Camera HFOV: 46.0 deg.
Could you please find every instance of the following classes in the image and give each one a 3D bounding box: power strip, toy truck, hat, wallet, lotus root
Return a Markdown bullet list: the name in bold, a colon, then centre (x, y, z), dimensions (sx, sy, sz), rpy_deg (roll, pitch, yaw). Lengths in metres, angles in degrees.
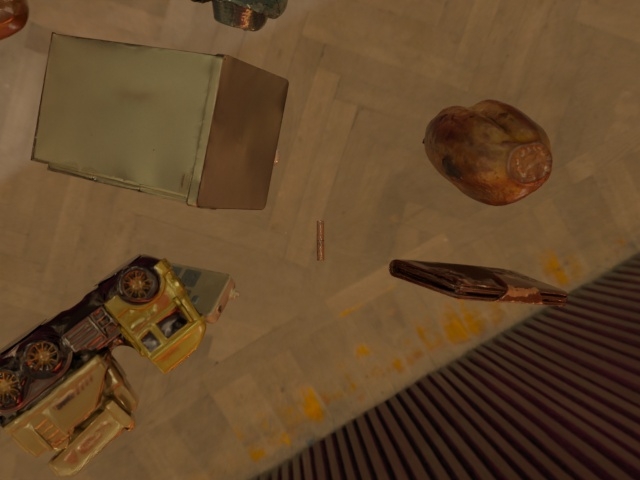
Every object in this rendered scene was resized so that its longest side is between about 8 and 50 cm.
- **power strip**: centre (-0.319, 0.115, 1.721), dimensions (0.271, 0.046, 0.118), rpy_deg (10, 54, 25)
- **toy truck**: centre (-0.390, 0.216, 1.347), dimensions (0.405, 0.181, 0.254), rpy_deg (-40, 98, -12)
- **hat**: centre (-0.130, -0.385, 1.249), dimensions (0.138, 0.191, 0.077), rpy_deg (17, 122, 19)
- **wallet**: centre (0.158, 0.039, 0.724), dimensions (0.176, 0.095, 0.026), rpy_deg (8, 99, -39)
- **lotus root**: centre (0.299, -0.166, 1.363), dimensions (0.193, 0.291, 0.193), rpy_deg (-8, 115, -17)

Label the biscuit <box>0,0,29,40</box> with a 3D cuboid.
- **biscuit**: centre (-0.457, -0.309, 0.824), dimensions (0.237, 0.062, 0.290), rpy_deg (-23, 71, -6)

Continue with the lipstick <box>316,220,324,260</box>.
- **lipstick**: centre (0.000, 0.000, 1.767), dimensions (0.019, 0.019, 0.094), rpy_deg (-1, 87, -3)

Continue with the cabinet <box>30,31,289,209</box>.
- **cabinet**: centre (-0.168, -0.122, 0.798), dimensions (0.206, 0.145, 0.150), rpy_deg (13, 97, 22)

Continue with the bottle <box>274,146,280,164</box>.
- **bottle**: centre (-0.188, -0.200, 1.745), dimensions (0.060, 0.217, 0.060), rpy_deg (5, 98, 42)
